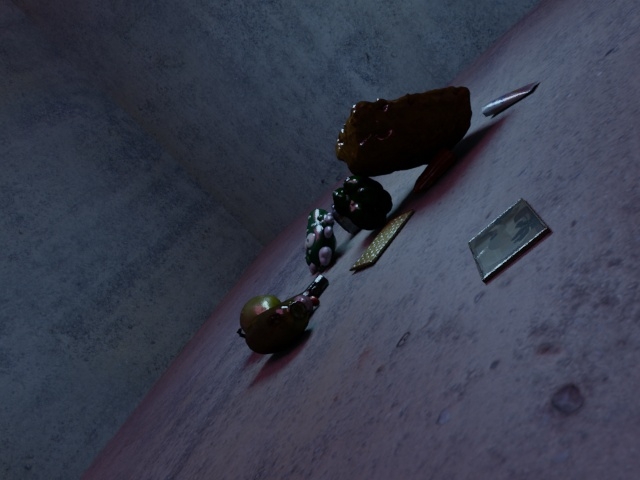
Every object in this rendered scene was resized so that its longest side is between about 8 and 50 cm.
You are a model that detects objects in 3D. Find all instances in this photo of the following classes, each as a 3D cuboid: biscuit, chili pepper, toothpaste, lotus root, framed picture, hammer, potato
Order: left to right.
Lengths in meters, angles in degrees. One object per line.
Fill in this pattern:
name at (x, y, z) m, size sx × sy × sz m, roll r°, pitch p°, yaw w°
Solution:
potato at (-0.182, 0.256, 1.892) m, size 0.157 × 0.157 × 0.194 m, roll -47°, pitch 21°, yaw -11°
lotus root at (-0.123, 0.250, 1.643) m, size 0.241 × 0.123 × 0.124 m, roll -33°, pitch -2°, yaw 43°
hammer at (-0.085, 0.200, 1.984) m, size 0.111 × 0.043 × 0.365 m, roll -50°, pitch 8°, yaw -27°
chili pepper at (0.151, -0.122, 1.920) m, size 0.261 × 0.173 × 0.165 m, roll 14°, pitch -78°, yaw -59°
biscuit at (0.182, 0.000, 1.719) m, size 0.231 × 0.016 × 0.139 m, roll -49°, pitch 10°, yaw -28°
biscuit at (0.265, -0.336, 1.862) m, size 0.395 × 0.166 × 0.342 m, roll -13°, pitch -9°, yaw -11°
chili pepper at (0.346, -0.208, 1.800) m, size 0.169 × 0.065 × 0.088 m, roll -49°, pitch -10°, yaw 0°
framed picture at (0.331, -0.006, 1.043) m, size 0.136 × 0.010 × 0.201 m, roll -42°, pitch 8°, yaw 18°
toothpaste at (0.588, -0.441, 1.809) m, size 0.067 × 0.043 × 0.194 m, roll -47°, pitch 13°, yaw -32°

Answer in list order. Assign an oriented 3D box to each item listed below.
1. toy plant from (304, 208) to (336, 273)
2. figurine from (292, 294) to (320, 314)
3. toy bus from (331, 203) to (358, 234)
toy plant at (-0.001, 0.003, 2.123) m, size 0.232 × 0.112 × 0.243 m, roll 176°, pitch 99°, yaw -74°
figurine at (-0.055, 0.199, 1.744) m, size 0.071 × 0.067 × 0.083 m, roll -25°, pitch -25°, yaw -45°
toy bus at (0.123, -0.131, 2.257) m, size 0.112 × 0.138 × 0.317 m, roll -37°, pitch 9°, yaw 17°
